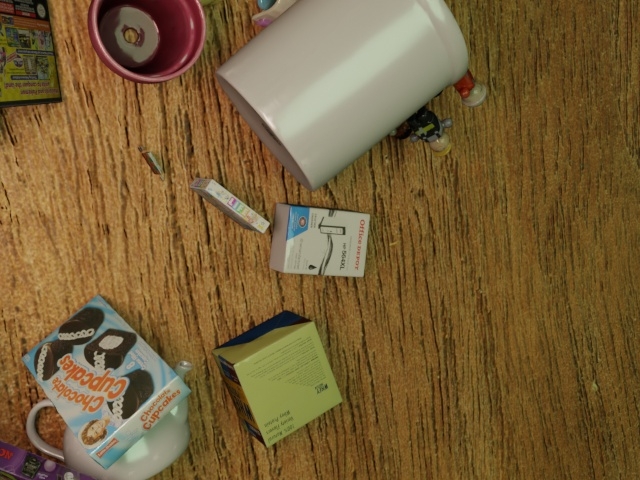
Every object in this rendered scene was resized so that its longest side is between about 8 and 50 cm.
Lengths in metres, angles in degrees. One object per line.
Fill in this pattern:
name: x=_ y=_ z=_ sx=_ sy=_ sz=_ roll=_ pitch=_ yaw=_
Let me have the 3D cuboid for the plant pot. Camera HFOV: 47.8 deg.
plant pot: x=-0.332 y=-0.384 z=1.324 sx=0.201 sy=0.180 sz=0.201 roll=-4 pitch=98 yaw=-28

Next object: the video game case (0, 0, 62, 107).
video game case: x=-0.514 y=-0.346 z=1.189 sx=0.035 sy=0.275 sz=0.248 roll=-4 pitch=103 yaw=5

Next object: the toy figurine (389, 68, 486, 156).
toy figurine: x=0.241 y=-0.311 z=1.626 sx=0.148 sy=0.213 sz=0.209 roll=37 pitch=82 yaw=-43

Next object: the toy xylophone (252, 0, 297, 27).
toy xylophone: x=-0.072 y=-0.592 z=1.455 sx=0.236 sy=0.081 sz=0.323 roll=17 pitch=87 yaw=-52

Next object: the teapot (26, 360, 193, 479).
teapot: x=-0.383 y=0.338 z=1.364 sx=0.256 sy=0.252 sz=0.187 roll=-27 pitch=103 yaw=-39

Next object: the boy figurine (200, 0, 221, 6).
boy figurine: x=-0.202 y=-0.591 z=1.384 sx=0.092 sy=0.177 sz=0.285 roll=-14 pitch=118 yaw=-56

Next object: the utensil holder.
utensil holder: x=0.036 y=-0.329 z=1.418 sx=0.385 sy=0.327 sz=0.327 roll=-41 pitch=114 yaw=-3

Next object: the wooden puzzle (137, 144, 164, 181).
wooden puzzle: x=-0.332 y=-0.153 z=1.427 sx=0.006 sy=0.049 sz=0.083 roll=-38 pitch=112 yaw=-21

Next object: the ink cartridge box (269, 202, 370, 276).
ink cartridge box: x=0.000 y=0.000 z=1.603 sx=0.203 sy=0.086 sz=0.148 roll=4 pitch=94 yaw=-28

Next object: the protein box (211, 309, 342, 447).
protein box: x=-0.093 y=0.293 z=1.561 sx=0.200 sy=0.136 sz=0.201 roll=-27 pitch=107 yaw=-23

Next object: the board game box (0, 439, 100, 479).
board game box: x=-0.499 y=0.386 z=1.187 sx=0.347 sy=0.208 sz=0.056 roll=35 pitch=48 yaw=-29

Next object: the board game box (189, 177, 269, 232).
board game box: x=-0.187 y=-0.072 z=1.484 sx=0.154 sy=0.103 sz=0.026 roll=39 pitch=78 yaw=-27

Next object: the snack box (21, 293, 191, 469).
snack box: x=-0.391 y=0.240 z=1.294 sx=0.187 sy=0.322 sz=0.060 roll=-42 pitch=134 yaw=-18
